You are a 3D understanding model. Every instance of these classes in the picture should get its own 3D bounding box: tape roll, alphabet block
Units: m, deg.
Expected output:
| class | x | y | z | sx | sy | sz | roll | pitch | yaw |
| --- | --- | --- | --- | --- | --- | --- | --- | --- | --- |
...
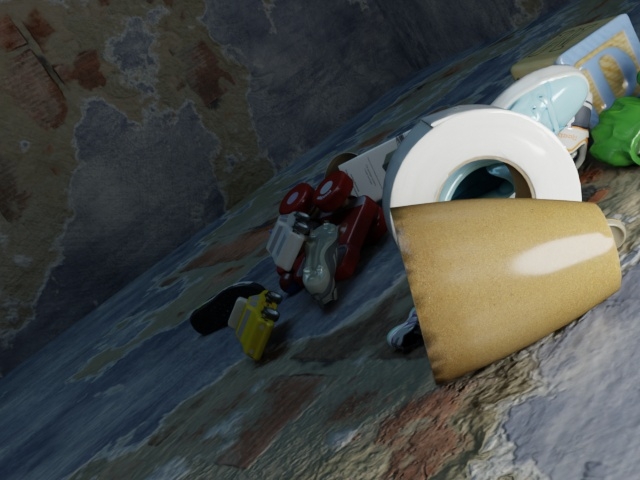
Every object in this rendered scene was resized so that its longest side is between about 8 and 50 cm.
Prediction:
| class | x | y | z | sx | sy | sz | roll | pitch | yaw |
| --- | --- | --- | --- | --- | --- | --- | --- | --- | --- |
| tape roll | 0.236 | -0.061 | 1.197 | 0.286 | 0.286 | 0.100 | -30 | 13 | 6 |
| alphabet block | 0.564 | -0.347 | 1.716 | 0.193 | 0.192 | 0.197 | -32 | 14 | -12 |

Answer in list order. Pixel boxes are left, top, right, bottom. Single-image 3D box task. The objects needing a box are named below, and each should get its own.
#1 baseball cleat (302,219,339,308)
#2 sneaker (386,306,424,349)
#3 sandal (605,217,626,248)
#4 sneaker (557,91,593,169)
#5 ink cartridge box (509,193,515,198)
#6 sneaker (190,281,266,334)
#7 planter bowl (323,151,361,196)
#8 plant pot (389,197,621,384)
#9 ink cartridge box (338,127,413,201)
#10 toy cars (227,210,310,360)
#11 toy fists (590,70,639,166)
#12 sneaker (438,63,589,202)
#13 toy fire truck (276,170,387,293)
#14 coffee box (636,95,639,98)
| class | x | y | z | sx | sy | sz | roll | pitch | yaw |
| --- | --- | --- | --- | --- | --- | --- | --- | --- | --- |
| baseball cleat | 0.004 | 0.055 | 1.639 | 0.072 | 0.109 | 0.206 | -5 | 36 | 18 |
| sneaker | 0.153 | 0.134 | 1.224 | 0.098 | 0.038 | 0.069 | -45 | 17 | -13 |
| sandal | 0.352 | 0.028 | 1.119 | 0.180 | 0.072 | 0.049 | -26 | 35 | 4 |
| sneaker | 0.451 | -0.199 | 1.544 | 0.126 | 0.128 | 0.321 | 11 | -2 | 14 |
| ink cartridge box | 0.274 | -0.034 | 1.442 | 0.208 | 0.087 | 0.153 | -17 | 21 | 44 |
| sneaker | -0.217 | 0.144 | 1.909 | 0.234 | 0.084 | 0.097 | -25 | 14 | 28 |
| planter bowl | 0.105 | -0.159 | 2.188 | 0.162 | 0.162 | 0.109 | -21 | -11 | 39 |
| plant pot | 0.239 | 0.038 | 1.027 | 0.254 | 0.237 | 0.237 | -16 | 15 | 5 |
| ink cartridge box | 0.214 | -0.193 | 1.963 | 0.289 | 0.122 | 0.211 | -26 | -3 | 14 |
| toy cars | -0.107 | 0.073 | 1.637 | 0.176 | 0.087 | 0.394 | 121 | 169 | -56 |
| toy fists | 0.588 | -0.239 | 1.387 | 0.279 | 0.096 | 0.142 | -50 | 25 | 2 |
| sneaker | 0.314 | -0.139 | 1.317 | 0.366 | 0.135 | 0.150 | -39 | 42 | 4 |
| toy fire truck | 0.000 | 0.000 | 1.827 | 0.302 | 0.169 | 0.254 | -15 | 41 | 48 |
| coffee box | 0.657 | -0.255 | 1.489 | 0.184 | 0.040 | 0.113 | -18 | 21 | 46 |
